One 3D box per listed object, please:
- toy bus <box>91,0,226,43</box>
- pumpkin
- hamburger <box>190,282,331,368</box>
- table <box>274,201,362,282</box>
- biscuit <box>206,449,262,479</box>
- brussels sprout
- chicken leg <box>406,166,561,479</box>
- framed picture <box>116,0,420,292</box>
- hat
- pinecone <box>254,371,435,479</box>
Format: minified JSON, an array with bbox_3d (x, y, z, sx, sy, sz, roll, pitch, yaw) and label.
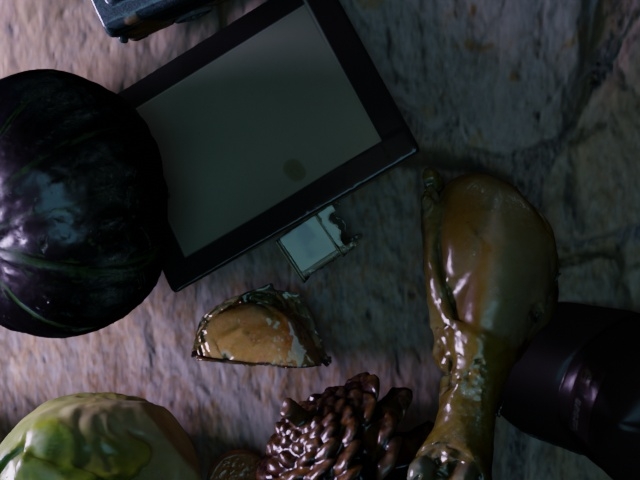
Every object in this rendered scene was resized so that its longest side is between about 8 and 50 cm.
[{"bbox_3d":[-0.138,-0.334,1.165,0.275,0.167,0.139,-20,97,10],"label":"toy bus"},{"bbox_3d":[-0.321,-0.036,1.176,0.315,0.238,0.315,11,110,34],"label":"pumpkin"},{"bbox_3d":[-0.071,0.104,1.276,0.176,0.087,0.102,2,87,15],"label":"hamburger"},{"bbox_3d":[0.000,0.000,1.247,0.083,0.079,0.062,-34,93,9],"label":"table"},{"bbox_3d":[-0.096,0.389,1.334,0.165,0.036,0.250,-8,101,-10],"label":"biscuit"},{"bbox_3d":[-0.286,0.322,1.247,0.294,0.227,0.259,-39,91,-12],"label":"brussels sprout"},{"bbox_3d":[0.169,0.121,1.137,0.152,0.201,0.429,-11,56,43],"label":"chicken leg"},{"bbox_3d":[-0.088,-0.132,1.231,0.347,0.016,0.265,-30,78,10],"label":"framed picture"},{"bbox_3d":[0.365,0.194,1.170,0.336,0.209,0.238,6,103,8],"label":"hat"},{"bbox_3d":[0.057,0.288,1.219,0.309,0.244,0.244,40,102,-12],"label":"pinecone"}]
